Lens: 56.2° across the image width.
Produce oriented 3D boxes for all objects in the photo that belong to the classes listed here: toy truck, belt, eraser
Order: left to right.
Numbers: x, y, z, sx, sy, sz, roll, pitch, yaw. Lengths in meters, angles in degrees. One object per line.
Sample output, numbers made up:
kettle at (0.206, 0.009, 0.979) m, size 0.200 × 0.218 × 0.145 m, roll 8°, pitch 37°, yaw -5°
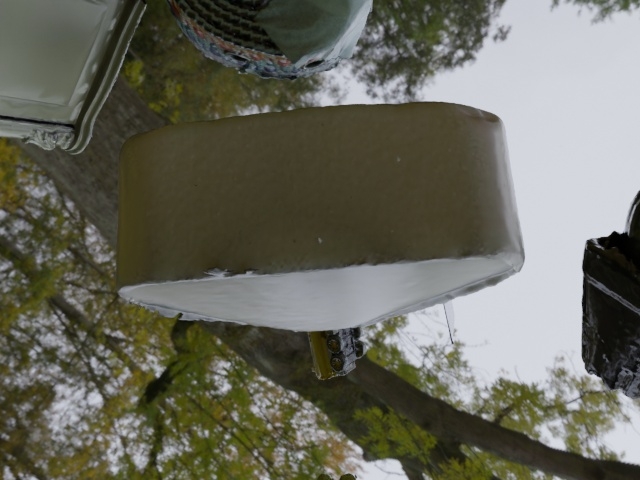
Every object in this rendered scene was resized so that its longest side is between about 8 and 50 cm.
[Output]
belt at (-0.062, -0.306, 0.714) m, size 0.150 × 0.257 × 0.207 m, roll -176°, pitch -83°, yaw -83°
eraser at (0.000, 0.000, 0.593) m, size 0.331 × 0.331 × 0.150 m, roll -16°, pitch -112°, yaw 32°
toy truck at (0.017, 0.191, 1.306) m, size 0.114 × 0.227 × 0.098 m, roll -6°, pitch -171°, yaw 38°

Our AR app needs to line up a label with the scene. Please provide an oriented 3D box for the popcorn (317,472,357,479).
popcorn at (0.020, 0.484, 1.016) m, size 0.162 × 0.142 × 0.135 m, roll -24°, pitch -158°, yaw -14°

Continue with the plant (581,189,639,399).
plant at (0.385, 0.053, 0.668) m, size 0.164 × 0.256 × 0.142 m, roll -4°, pitch -155°, yaw -24°

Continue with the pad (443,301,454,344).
pad at (0.232, 0.086, 1.117) m, size 0.006 × 0.170 × 0.245 m, roll -11°, pitch -178°, yaw 14°

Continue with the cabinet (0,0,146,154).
cabinet at (-0.433, -0.263, 0.660) m, size 0.228 × 0.289 × 0.318 m, roll -59°, pitch 165°, yaw 16°
